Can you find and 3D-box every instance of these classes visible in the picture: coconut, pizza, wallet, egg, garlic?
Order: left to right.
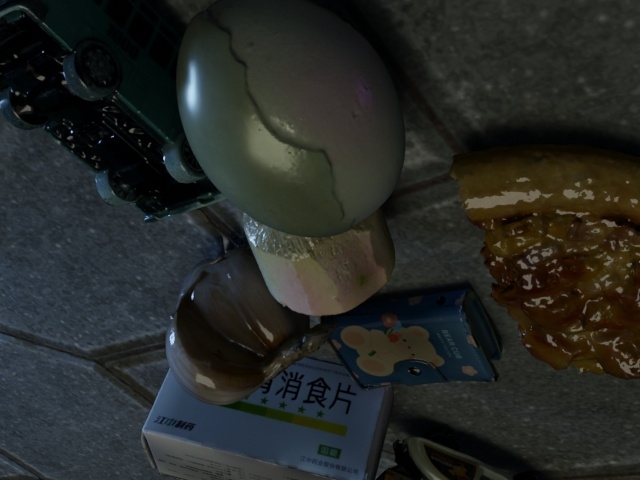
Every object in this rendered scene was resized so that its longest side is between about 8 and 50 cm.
[{"bbox_3d":[-0.078,0.076,0.996,0.207,0.207,0.257,12,128,10],"label":"garlic"},{"bbox_3d":[-0.030,-0.112,0.729,0.183,0.183,0.217,-10,142,33],"label":"egg"},{"bbox_3d":[0.000,0.000,0.895,0.147,0.147,0.153,1,136,22],"label":"coconut"},{"bbox_3d":[0.113,0.125,1.062,0.202,0.059,0.141,-11,127,31],"label":"wallet"},{"bbox_3d":[0.289,0.035,0.843,0.408,0.114,0.278,32,136,-12],"label":"pizza"}]

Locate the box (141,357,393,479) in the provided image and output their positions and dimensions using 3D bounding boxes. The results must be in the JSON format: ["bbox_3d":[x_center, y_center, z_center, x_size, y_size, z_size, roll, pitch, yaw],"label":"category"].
[{"bbox_3d":[-0.075,0.265,1.223,0.332,0.173,0.145,11,140,10],"label":"box"}]

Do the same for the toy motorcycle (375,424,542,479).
[{"bbox_3d":[0.212,0.373,1.244,0.263,0.157,0.091,24,144,-3],"label":"toy motorcycle"}]

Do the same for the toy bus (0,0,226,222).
[{"bbox_3d":[-0.191,-0.145,0.792,0.128,0.147,0.256,-15,136,35],"label":"toy bus"}]
